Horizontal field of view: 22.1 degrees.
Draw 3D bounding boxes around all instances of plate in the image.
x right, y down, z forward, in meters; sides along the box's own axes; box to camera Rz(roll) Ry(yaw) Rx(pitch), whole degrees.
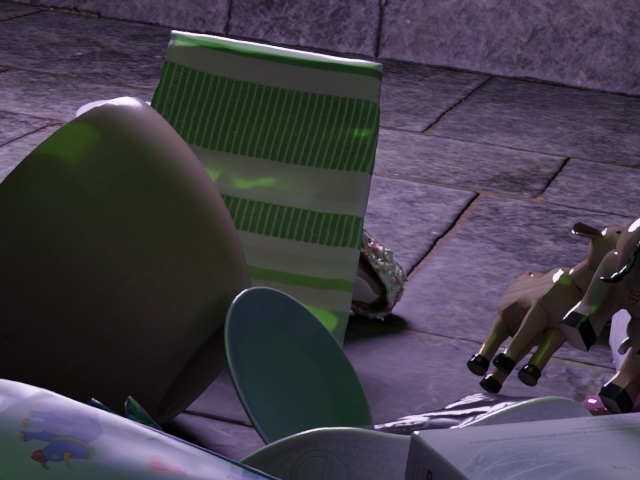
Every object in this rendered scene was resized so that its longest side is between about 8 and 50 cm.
[{"bbox_3d":[-0.022,0.125,1.341,0.024,0.188,0.188,-31,-2,27],"label":"plate"}]

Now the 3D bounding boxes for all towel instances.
[{"bbox_3d":[-0.074,-0.051,1.664,0.248,0.324,0.038,9,-20,4],"label":"towel"}]

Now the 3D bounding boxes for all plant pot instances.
[{"bbox_3d":[-0.168,0.047,1.388,0.191,0.284,0.284,38,25,12],"label":"plant pot"}]

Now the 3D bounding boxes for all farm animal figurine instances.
[{"bbox_3d":[0.283,0.071,1.315,0.330,0.172,0.327,28,-20,24],"label":"farm animal figurine"}]

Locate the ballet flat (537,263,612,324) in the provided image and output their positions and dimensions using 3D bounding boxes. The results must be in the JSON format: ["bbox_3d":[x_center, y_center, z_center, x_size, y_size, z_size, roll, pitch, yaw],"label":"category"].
[{"bbox_3d":[0.318,0.065,1.802,0.203,0.074,0.074,2,16,-21],"label":"ballet flat"}]

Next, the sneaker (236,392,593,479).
[{"bbox_3d":[0.059,0.184,1.261,0.296,0.104,0.147,-12,-6,-6],"label":"sneaker"}]

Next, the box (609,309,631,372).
[{"bbox_3d":[0.410,0.108,1.589,0.231,0.126,0.262,9,17,3],"label":"box"}]

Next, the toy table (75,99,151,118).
[{"bbox_3d":[-0.185,-0.049,1.842,0.252,0.161,0.274,2,17,-16],"label":"toy table"}]

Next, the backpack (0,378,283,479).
[{"bbox_3d":[-0.132,0.213,0.786,0.355,0.273,0.290,32,31,-6],"label":"backpack"}]

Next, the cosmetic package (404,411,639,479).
[{"bbox_3d":[0.199,0.220,1.089,0.224,0.138,0.225,-2,19,-25],"label":"cosmetic package"}]

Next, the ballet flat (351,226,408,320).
[{"bbox_3d":[0.000,0.000,1.728,0.241,0.091,0.077,36,29,-20],"label":"ballet flat"}]
